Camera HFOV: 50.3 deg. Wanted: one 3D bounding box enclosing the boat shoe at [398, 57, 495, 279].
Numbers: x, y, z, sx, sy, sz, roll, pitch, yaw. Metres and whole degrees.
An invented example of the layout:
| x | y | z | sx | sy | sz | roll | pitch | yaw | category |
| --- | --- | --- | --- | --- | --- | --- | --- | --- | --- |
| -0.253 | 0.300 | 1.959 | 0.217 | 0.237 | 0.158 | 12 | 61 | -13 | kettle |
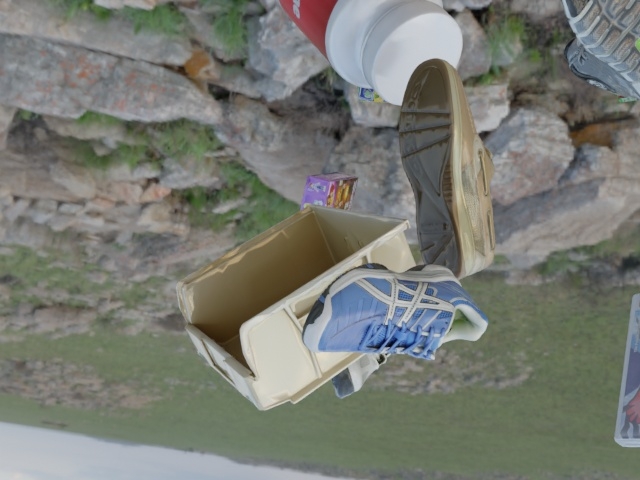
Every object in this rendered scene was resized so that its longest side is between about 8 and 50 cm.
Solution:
| x | y | z | sx | sy | sz | roll | pitch | yaw | category |
| --- | --- | --- | --- | --- | --- | --- | --- | --- | --- |
| 0.207 | -0.111 | 1.067 | 0.110 | 0.341 | 0.121 | -14 | -166 | -33 | boat shoe |

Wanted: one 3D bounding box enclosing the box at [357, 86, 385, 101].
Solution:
| x | y | z | sx | sy | sz | roll | pitch | yaw | category |
| --- | --- | --- | --- | --- | --- | --- | --- | --- | --- |
| 0.172 | -0.355 | 1.586 | 0.168 | 0.059 | 0.054 | 9 | 124 | 34 | box |

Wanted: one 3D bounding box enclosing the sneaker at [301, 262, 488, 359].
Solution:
| x | y | z | sx | sy | sz | roll | pitch | yaw | category |
| --- | --- | --- | --- | --- | --- | --- | --- | --- | --- |
| 0.076 | 0.071 | 0.645 | 0.211 | 0.080 | 0.081 | -9 | -141 | -37 | sneaker |

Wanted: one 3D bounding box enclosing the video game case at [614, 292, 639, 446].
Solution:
| x | y | z | sx | sy | sz | roll | pitch | yaw | category |
| --- | --- | --- | --- | --- | --- | --- | --- | --- | --- |
| 0.428 | 0.133 | 0.766 | 0.023 | 0.201 | 0.183 | 34 | 149 | -22 | video game case |

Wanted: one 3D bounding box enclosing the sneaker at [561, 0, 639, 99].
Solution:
| x | y | z | sx | sy | sz | roll | pitch | yaw | category |
| --- | --- | --- | --- | --- | --- | --- | --- | --- | --- |
| 0.302 | -0.233 | 0.761 | 0.228 | 0.086 | 0.132 | 42 | 179 | -24 | sneaker |

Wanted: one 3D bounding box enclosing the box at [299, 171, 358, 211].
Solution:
| x | y | z | sx | sy | sz | roll | pitch | yaw | category |
| --- | --- | --- | --- | --- | --- | --- | --- | --- | --- |
| 0.000 | 0.000 | 1.495 | 0.057 | 0.293 | 0.201 | 16 | -167 | 17 | box |

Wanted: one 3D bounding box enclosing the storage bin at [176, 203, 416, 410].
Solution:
| x | y | z | sx | sy | sz | roll | pitch | yaw | category |
| --- | --- | --- | --- | --- | --- | --- | --- | --- | --- |
| -0.036 | 0.073 | 0.902 | 0.262 | 0.260 | 0.123 | 16 | 133 | 61 | storage bin |

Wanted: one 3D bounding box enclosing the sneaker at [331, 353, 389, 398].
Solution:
| x | y | z | sx | sy | sz | roll | pitch | yaw | category |
| --- | --- | --- | --- | --- | --- | --- | --- | --- | --- |
| 0.145 | 0.208 | 1.603 | 0.257 | 0.169 | 0.447 | -13 | -168 | 9 | sneaker |

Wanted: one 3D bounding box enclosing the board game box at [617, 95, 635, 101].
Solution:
| x | y | z | sx | sy | sz | roll | pitch | yaw | category |
| --- | --- | --- | --- | --- | --- | --- | --- | --- | --- |
| 0.590 | -0.294 | 1.083 | 0.259 | 0.030 | 0.136 | 0 | 139 | 45 | board game box |

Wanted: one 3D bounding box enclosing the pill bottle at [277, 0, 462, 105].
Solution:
| x | y | z | sx | sy | sz | roll | pitch | yaw | category |
| --- | --- | --- | --- | --- | --- | --- | --- | --- | --- |
| 0.079 | -0.430 | 1.259 | 0.229 | 0.408 | 0.229 | -19 | 139 | -17 | pill bottle |
